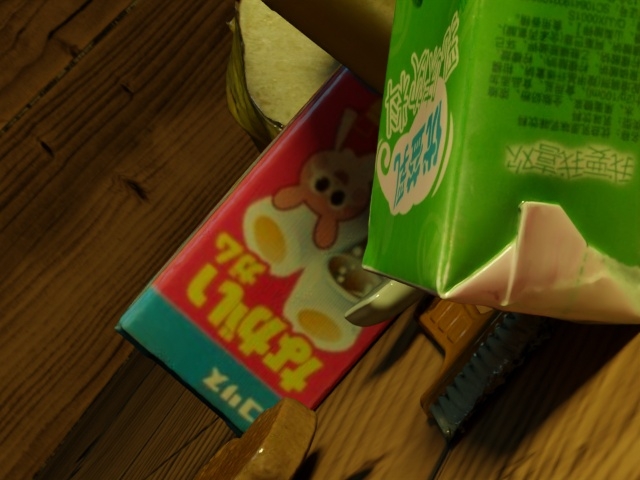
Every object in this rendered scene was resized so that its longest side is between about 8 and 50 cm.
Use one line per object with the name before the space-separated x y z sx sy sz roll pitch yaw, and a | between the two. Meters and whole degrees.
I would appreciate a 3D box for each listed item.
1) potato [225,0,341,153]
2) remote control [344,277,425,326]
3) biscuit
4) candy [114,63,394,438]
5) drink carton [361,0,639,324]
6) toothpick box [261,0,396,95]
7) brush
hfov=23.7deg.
potato | 0.033 -0.148 1.813 0.296 0.290 0.397 96 162 -48
remote control | 0.090 0.004 1.067 0.184 0.027 0.050 -40 3 -31
biscuit | -0.099 0.220 1.059 0.295 0.044 0.186 -46 10 32
candy | 0.000 0.000 1.179 0.306 0.157 0.100 -49 6 1
drink carton | 0.103 -0.102 0.729 0.161 0.108 0.271 -160 76 -78
toothpick box | 0.094 -0.161 1.013 0.175 0.271 0.175 -48 12 14
brush | 0.084 0.053 0.930 0.090 0.017 0.314 -48 5 3
